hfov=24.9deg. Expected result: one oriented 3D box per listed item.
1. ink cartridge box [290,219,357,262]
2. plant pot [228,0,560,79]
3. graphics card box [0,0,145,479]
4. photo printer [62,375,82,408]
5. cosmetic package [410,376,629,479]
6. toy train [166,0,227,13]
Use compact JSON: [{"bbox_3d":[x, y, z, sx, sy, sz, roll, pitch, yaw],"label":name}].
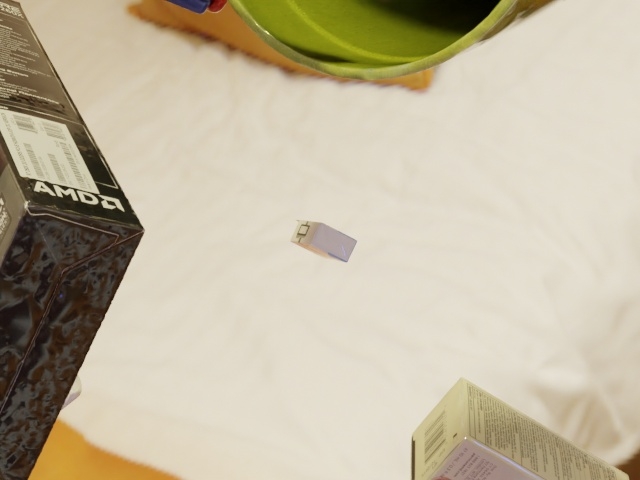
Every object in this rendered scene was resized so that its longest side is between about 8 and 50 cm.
[{"bbox_3d":[0.000,0.000,1.585,0.028,0.048,0.083,-65,20,-6],"label":"ink cartridge box"},{"bbox_3d":[0.130,-0.340,1.348,0.366,0.366,0.353,12,14,31],"label":"plant pot"},{"bbox_3d":[-0.262,-0.017,1.078,0.094,0.233,0.371,14,26,-34],"label":"graphics card box"},{"bbox_3d":[-0.517,0.202,1.942,0.307,0.256,0.107,-37,14,7],"label":"photo printer"},{"bbox_3d":[0.278,0.338,1.990,0.296,0.129,0.153,31,26,-12],"label":"cosmetic package"},{"bbox_3d":[-0.129,-0.383,1.619,0.105,0.143,0.248,20,44,-24],"label":"toy train"}]
